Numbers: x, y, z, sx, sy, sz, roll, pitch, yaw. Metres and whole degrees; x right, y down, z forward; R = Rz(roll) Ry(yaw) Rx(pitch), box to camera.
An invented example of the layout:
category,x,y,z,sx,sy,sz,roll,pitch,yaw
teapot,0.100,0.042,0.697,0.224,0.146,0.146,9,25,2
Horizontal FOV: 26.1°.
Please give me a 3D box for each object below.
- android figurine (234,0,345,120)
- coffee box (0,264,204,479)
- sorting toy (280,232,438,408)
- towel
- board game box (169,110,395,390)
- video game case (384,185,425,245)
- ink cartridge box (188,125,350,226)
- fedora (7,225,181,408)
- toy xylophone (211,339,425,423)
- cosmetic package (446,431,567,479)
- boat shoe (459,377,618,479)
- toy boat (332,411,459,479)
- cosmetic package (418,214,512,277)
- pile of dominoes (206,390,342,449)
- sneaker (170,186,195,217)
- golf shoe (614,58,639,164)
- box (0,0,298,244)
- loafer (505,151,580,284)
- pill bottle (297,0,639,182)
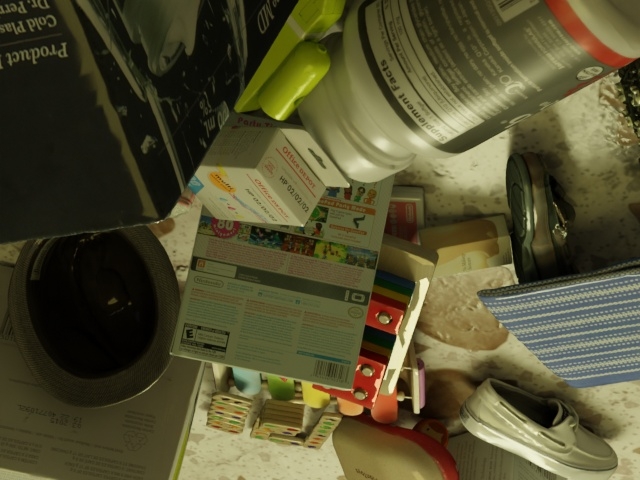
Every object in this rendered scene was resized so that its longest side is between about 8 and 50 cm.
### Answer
category,x,y,z,sx,sy,sz,roll,pitch,yaw
android figurine,-0.079,-0.255,1.483,0.273,0.056,0.248,-44,75,33
coffee box,-0.368,0.293,2.024,0.338,0.338,0.334,13,138,-2
sorting toy,-0.003,0.093,1.824,0.255,0.089,0.257,19,131,6
towel,0.387,0.113,1.844,0.243,0.040,0.336,-13,148,27
board game box,-0.043,0.013,1.682,0.224,0.303,0.097,12,175,-2
video game case,0.000,0.000,1.862,0.285,0.025,0.204,3,138,9
ink cartridge box,-0.069,-0.072,1.537,0.181,0.061,0.104,5,146,43
fedora,-0.293,0.087,1.880,0.244,0.275,0.124,-26,172,11
toy xylophone,0.004,0.199,2.038,0.323,0.081,0.236,-2,137,14
cosmetic package,0.267,0.394,2.146,0.184,0.151,0.151,-25,126,33
boat shoe,0.340,0.276,2.052,0.268,0.096,0.088,25,119,-11
toy boat,0.135,0.326,2.115,0.231,0.151,0.151,13,128,57
cosmetic package,0.190,0.009,1.801,0.115,0.041,0.060,-12,137,5
pile of dominoes,-0.080,0.292,2.118,0.196,0.040,0.251,10,159,-5
sneaker,-0.196,-0.070,1.814,0.051,0.070,0.134,22,167,-25
golf shoe,0.420,-0.130,1.596,0.120,0.105,0.273,-22,137,11
box,-0.256,-0.314,1.155,0.297,0.480,0.471,-6,122,19
loafer,0.285,-0.026,1.742,0.084,0.096,0.267,-14,143,-1
pill bottle,0.156,-0.213,1.457,0.363,0.210,0.210,-28,126,36
